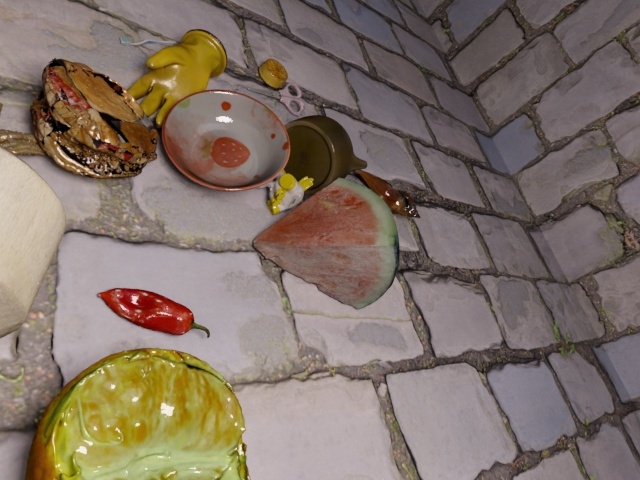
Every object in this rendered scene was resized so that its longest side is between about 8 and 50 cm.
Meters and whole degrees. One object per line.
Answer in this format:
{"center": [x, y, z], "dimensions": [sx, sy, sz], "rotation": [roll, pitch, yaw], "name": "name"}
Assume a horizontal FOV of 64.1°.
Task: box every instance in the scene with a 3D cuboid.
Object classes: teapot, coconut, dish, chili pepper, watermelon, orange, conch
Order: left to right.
{"center": [-0.435, -0.012, 0.593], "dimensions": [0.237, 0.237, 0.265], "rotation": [28, 49, -29], "name": "coconut"}
{"center": [-0.205, 0.309, 0.607], "dimensions": [0.263, 0.196, 0.334], "rotation": [-3, 58, -32], "name": "orange"}
{"center": [-0.262, 0.116, 0.824], "dimensions": [0.191, 0.050, 0.059], "rotation": [24, 61, -22], "name": "chili pepper"}
{"center": [-0.200, -0.193, 1.079], "dimensions": [0.260, 0.085, 0.260], "rotation": [8, 60, -14], "name": "dish"}
{"center": [-0.013, -0.223, 1.275], "dimensions": [0.268, 0.185, 0.175], "rotation": [24, 26, 21], "name": "teapot"}
{"center": [0.038, -0.020, 1.103], "dimensions": [0.293, 0.250, 0.283], "rotation": [10, 48, -46], "name": "watermelon"}
{"center": [0.192, -0.130, 1.506], "dimensions": [0.233, 0.086, 0.080], "rotation": [28, 84, -10], "name": "conch"}

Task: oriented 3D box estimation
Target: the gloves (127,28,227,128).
{"center": [-0.312, -0.344, 1.122], "dimensions": [0.133, 0.116, 0.294], "rotation": [33, 46, -14], "name": "gloves"}

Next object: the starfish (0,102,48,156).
{"center": [-0.523, -0.139, 0.765], "dimensions": [0.235, 0.062, 0.277], "rotation": [48, 40, 3], "name": "starfish"}

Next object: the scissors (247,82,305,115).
{"center": [-0.123, -0.406, 1.428], "dimensions": [0.189, 0.015, 0.100], "rotation": [0, 80, -38], "name": "scissors"}

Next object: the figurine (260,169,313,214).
{"center": [-0.113, -0.146, 1.181], "dimensions": [0.178, 0.109, 0.130], "rotation": [36, 40, 13], "name": "figurine"}

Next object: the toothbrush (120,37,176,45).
{"center": [-0.397, -0.460, 1.190], "dimensions": [0.162, 0.014, 0.017], "rotation": [-25, 99, -54], "name": "toothbrush"}

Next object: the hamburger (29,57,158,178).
{"center": [-0.390, -0.207, 0.890], "dimensions": [0.231, 0.107, 0.231], "rotation": [41, 22, -21], "name": "hamburger"}

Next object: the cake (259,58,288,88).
{"center": [-0.135, -0.476, 1.460], "dimensions": [0.084, 0.044, 0.084], "rotation": [27, 45, -30], "name": "cake"}
